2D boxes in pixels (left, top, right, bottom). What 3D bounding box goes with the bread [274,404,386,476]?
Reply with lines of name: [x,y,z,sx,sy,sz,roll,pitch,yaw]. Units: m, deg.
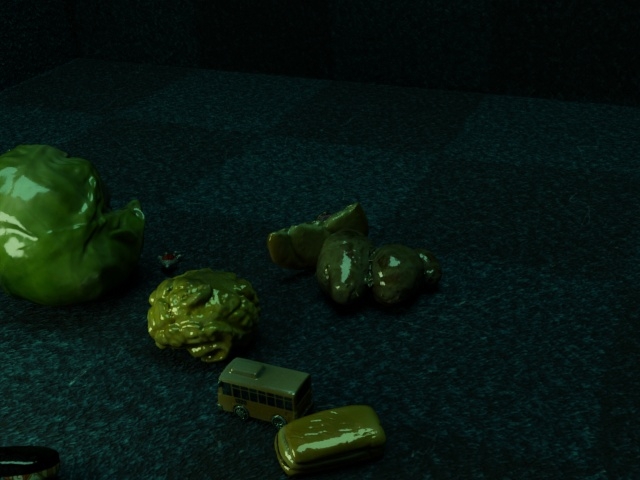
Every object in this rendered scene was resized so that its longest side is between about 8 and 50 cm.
bread: [0.016,0.366,1.548,0.200,0.077,0.116,-10,37,-11]

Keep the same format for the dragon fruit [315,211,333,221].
dragon fruit: [0.013,-0.024,2.248,0.096,0.102,0.147,21,26,25]

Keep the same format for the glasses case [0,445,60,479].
glasses case: [-0.625,0.414,1.474,0.321,0.082,0.122,-6,-4,-6]

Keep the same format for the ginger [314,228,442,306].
ginger: [0.138,0.075,2.015,0.304,0.155,0.244,11,23,8]

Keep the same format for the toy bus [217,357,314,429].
toy bus: [-0.113,0.297,1.649,0.182,0.103,0.091,9,30,22]

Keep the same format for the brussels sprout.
brussels sprout: [-0.653,-0.009,2.039,0.342,0.425,0.361,-35,34,39]

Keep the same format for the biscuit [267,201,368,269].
biscuit: [-0.001,0.004,2.131,0.299,0.154,0.045,-20,35,-27]

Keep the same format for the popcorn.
popcorn: [-0.251,0.163,1.841,0.250,0.190,0.250,-4,16,1]

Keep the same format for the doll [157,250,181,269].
doll: [-0.401,0.055,2.201,0.057,0.039,0.114,24,14,-12]
